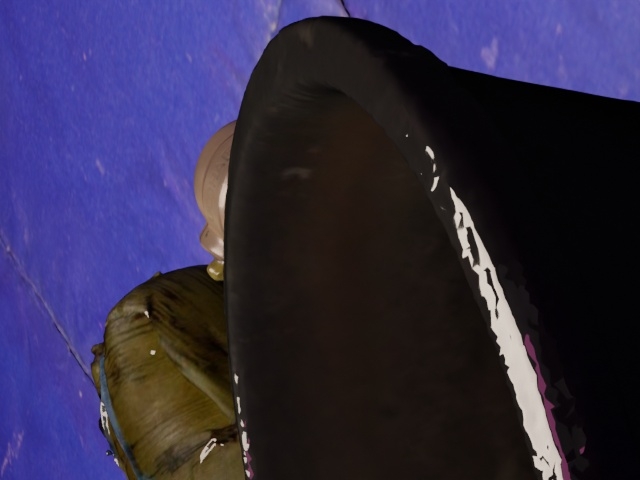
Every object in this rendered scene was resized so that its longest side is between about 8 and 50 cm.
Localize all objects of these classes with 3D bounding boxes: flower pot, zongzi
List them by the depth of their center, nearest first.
[{"bbox_3d":[0.126,0.077,0.762,0.379,0.251,0.379,167,90,-73],"label":"flower pot"},{"bbox_3d":[0.004,0.111,1.097,0.323,0.160,0.360,62,149,19],"label":"zongzi"}]

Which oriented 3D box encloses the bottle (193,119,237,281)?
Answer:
[{"bbox_3d":[0.000,0.000,1.128,0.209,0.097,0.110,35,97,51],"label":"bottle"}]
